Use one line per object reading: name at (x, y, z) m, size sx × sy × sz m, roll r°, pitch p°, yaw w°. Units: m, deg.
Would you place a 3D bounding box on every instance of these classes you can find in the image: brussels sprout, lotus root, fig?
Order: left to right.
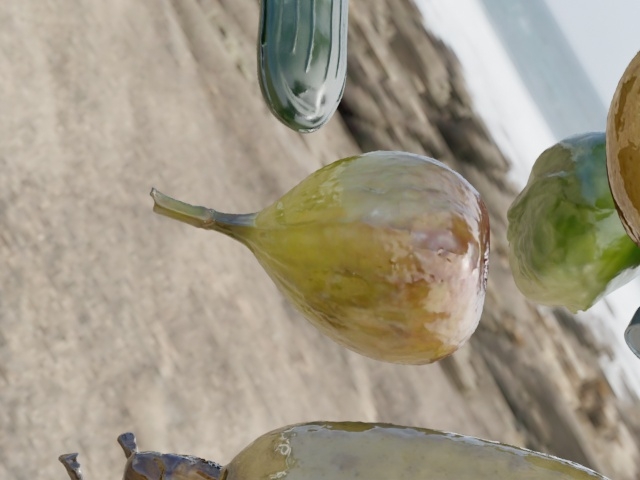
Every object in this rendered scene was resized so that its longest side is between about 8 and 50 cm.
fig at (0.000, 0.000, 1.079) m, size 0.159 × 0.257 × 0.159 m, roll -166°, pitch -90°, yaw -89°
lotus root at (0.045, 0.190, 0.856) m, size 0.169 × 0.343 × 0.151 m, roll -67°, pitch 163°, yaw -54°
brussels sprout at (0.247, -0.020, 1.345) m, size 0.144 × 0.180 × 0.161 m, roll 24°, pitch 63°, yaw -10°

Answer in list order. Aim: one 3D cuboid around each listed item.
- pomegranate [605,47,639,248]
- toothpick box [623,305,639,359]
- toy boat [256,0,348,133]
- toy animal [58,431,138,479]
pomegranate at (0.326, -0.069, 1.014) m, size 0.260 × 0.260 × 0.260 m, roll 56°, pitch 13°, yaw -20°
toothpick box at (0.344, 0.041, 1.305) m, size 0.101 × 0.153 × 0.101 m, roll 28°, pitch -21°, yaw 12°
toy boat at (-0.015, -0.185, 1.262) m, size 0.104 × 0.052 × 0.210 m, roll 31°, pitch 49°, yaw -39°
toy animal at (-0.167, 0.253, 1.211) m, size 0.214 × 0.094 × 0.186 m, roll -136°, pitch -149°, yaw -58°
